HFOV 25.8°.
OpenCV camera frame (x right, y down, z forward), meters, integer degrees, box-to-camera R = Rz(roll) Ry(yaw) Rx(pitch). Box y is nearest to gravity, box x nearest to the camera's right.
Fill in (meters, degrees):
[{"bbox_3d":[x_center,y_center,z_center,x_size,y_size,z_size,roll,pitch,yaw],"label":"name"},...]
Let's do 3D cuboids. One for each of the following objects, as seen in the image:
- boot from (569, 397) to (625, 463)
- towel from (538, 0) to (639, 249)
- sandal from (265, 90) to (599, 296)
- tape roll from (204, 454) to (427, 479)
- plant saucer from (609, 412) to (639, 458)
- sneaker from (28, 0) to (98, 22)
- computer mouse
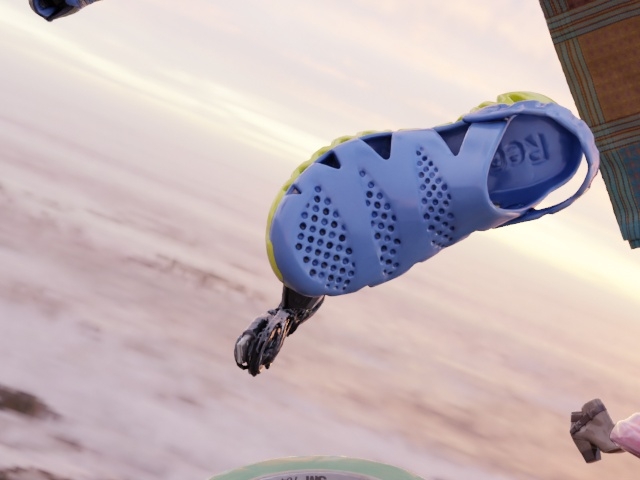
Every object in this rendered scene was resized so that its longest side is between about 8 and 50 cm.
[{"bbox_3d":[0.420,0.275,2.068,0.118,0.087,0.042,-26,-28,33],"label":"boot"},{"bbox_3d":[0.409,-0.178,1.681,0.040,0.370,0.271,-26,7,-37],"label":"towel"},{"bbox_3d":[0.102,-0.045,1.149,0.317,0.126,0.138,-26,15,-19],"label":"sandal"},{"bbox_3d":[-0.010,0.343,1.584,0.321,0.077,0.321,-1,16,0],"label":"tape roll"},{"bbox_3d":[0.533,0.300,1.783,0.332,0.084,0.332,28,-3,1],"label":"plant saucer"},{"bbox_3d":[-0.228,-0.213,1.199,0.135,0.058,0.052,-5,-64,57],"label":"sneaker"},{"bbox_3d":[0.000,0.000,1.409,0.072,0.272,0.188,37,29,5],"label":"computer mouse"}]
